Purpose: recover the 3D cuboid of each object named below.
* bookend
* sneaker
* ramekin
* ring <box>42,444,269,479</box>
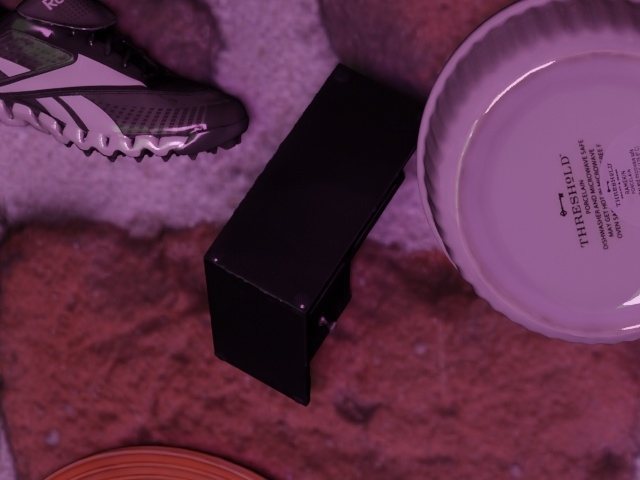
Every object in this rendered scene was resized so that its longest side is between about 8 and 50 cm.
[{"bbox_3d":[0.000,0.000,1.248,0.072,0.156,0.157,29,157,13],"label":"bookend"},{"bbox_3d":[-0.156,-0.116,1.287,0.234,0.078,0.106,12,111,21],"label":"sneaker"},{"bbox_3d":[0.157,-0.038,1.134,0.207,0.109,0.207,1,104,4],"label":"ramekin"},{"bbox_3d":[-0.094,0.302,1.403,0.336,0.032,0.336,6,107,21],"label":"ring"}]
